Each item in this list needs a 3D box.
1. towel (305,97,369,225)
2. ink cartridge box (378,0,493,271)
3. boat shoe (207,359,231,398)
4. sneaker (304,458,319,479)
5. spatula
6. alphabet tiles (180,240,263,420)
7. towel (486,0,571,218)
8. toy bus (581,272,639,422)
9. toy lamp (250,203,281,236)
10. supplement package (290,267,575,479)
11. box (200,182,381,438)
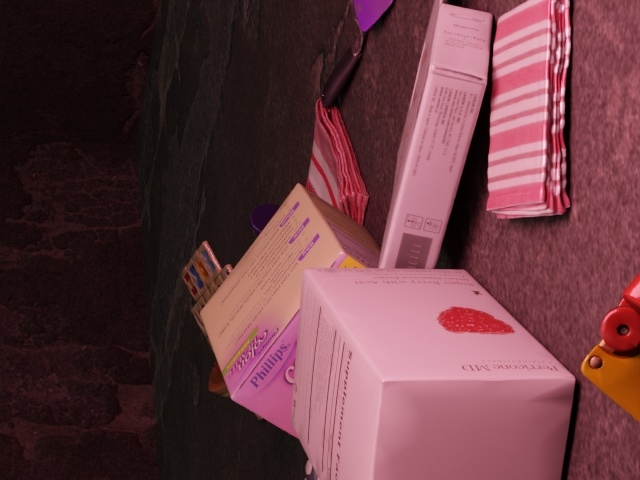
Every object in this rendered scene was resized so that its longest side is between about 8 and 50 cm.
[{"bbox_3d":[0.000,0.000,2.031,0.237,0.037,0.329,-106,21,-51],"label":"towel"},{"bbox_3d":[0.120,-0.121,1.514,0.239,0.060,0.275,-76,-2,-51],"label":"ink cartridge box"},{"bbox_3d":[-0.018,0.169,1.945,0.342,0.123,0.123,-25,36,52],"label":"boat shoe"},{"bbox_3d":[0.025,0.370,1.787,0.235,0.094,0.153,106,158,-51],"label":"sneaker"},{"bbox_3d":[0.044,-0.257,1.874,0.296,0.030,0.084,114,151,-57],"label":"spatula"},{"bbox_3d":[-0.140,0.151,2.375,0.285,0.011,0.342,61,161,6],"label":"alphabet tiles"},{"bbox_3d":[0.187,-0.118,1.311,0.144,0.029,0.197,177,96,-76],"label":"towel"},{"bbox_3d":[0.250,0.033,0.877,0.104,0.191,0.202,41,150,11],"label":"toy bus"},{"bbox_3d":[-0.100,0.061,2.347,0.080,0.080,0.274,-103,22,-44],"label":"toy lamp"},{"bbox_3d":[0.092,0.150,1.356,0.293,0.178,0.175,-128,42,-68],"label":"supplement package"},{"bbox_3d":[-0.020,0.080,1.753,0.213,0.117,0.243,-53,22,9],"label":"box"}]
